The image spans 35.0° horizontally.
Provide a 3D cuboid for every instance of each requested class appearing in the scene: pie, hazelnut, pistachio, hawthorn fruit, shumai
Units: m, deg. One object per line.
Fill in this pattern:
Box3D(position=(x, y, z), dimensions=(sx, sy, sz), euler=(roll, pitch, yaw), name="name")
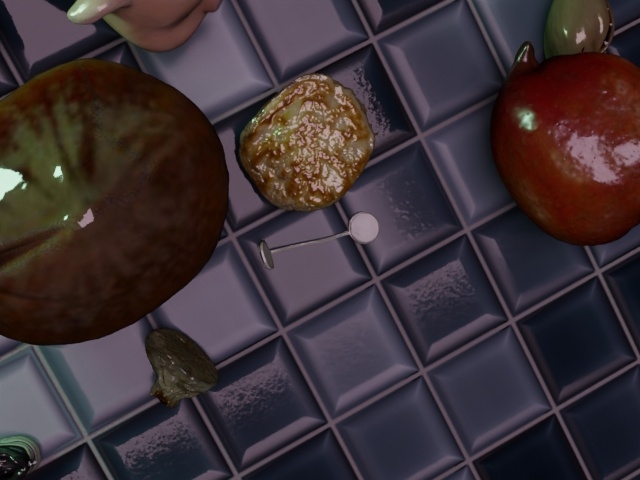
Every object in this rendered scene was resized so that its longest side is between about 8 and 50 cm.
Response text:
Box3D(position=(-0.017, -0.143, 1.515), dimensions=(0.179, 0.084, 0.205), euler=(43, 87, -9), name="pie")
Box3D(position=(-0.321, -0.053, 1.350), dimensions=(0.409, 0.359, 0.359), euler=(-39, 99, -15), name="hazelnut")
Box3D(position=(0.400, -0.333, 1.578), dimensions=(0.113, 0.113, 0.149), euler=(5, 77, -11), name="pistachio")
Box3D(position=(0.395, -0.133, 1.504), dimensions=(0.312, 0.295, 0.294), euler=(17, 90, -13), name="hawthorn fruit")
Box3D(position=(-0.219, 0.194, 1.501), dimensions=(0.124, 0.099, 0.087), euler=(44, 107, 13), name="shumai")

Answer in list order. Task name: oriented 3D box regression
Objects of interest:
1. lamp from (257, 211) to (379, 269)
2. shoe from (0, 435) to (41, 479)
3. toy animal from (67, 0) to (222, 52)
Box3D(position=(0.000, 0.000, 1.546), dimensions=(0.198, 0.056, 0.050), euler=(-16, 93, -13), name="lamp")
Box3D(position=(-0.488, 0.331, 1.447), dimensions=(0.169, 0.099, 0.071), euler=(-10, 98, -9), name="shoe")
Box3D(position=(-0.278, -0.395, 1.358), dimensions=(0.326, 0.269, 0.237), euler=(26, 94, -8), name="toy animal")
